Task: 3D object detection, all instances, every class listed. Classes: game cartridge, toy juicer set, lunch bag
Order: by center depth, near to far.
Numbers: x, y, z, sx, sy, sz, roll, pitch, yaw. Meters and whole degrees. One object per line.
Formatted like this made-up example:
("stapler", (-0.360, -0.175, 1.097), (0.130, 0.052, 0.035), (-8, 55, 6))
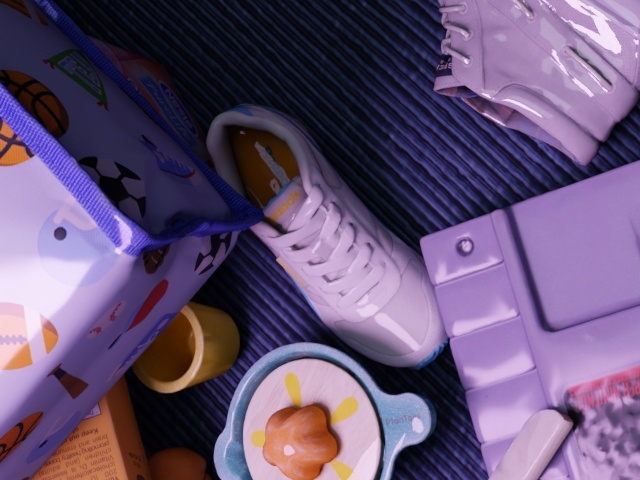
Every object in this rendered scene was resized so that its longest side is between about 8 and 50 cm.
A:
("lunch bag", (-0.287, -0.029, 0.959), (0.385, 0.239, 0.328), (43, 103, 9))
("game cartridge", (0.256, 0.050, 0.986), (0.355, 0.068, 0.230), (-20, 76, 23))
("toy juicer set", (-0.011, 0.172, 1.054), (0.329, 0.089, 0.209), (16, 97, 31))

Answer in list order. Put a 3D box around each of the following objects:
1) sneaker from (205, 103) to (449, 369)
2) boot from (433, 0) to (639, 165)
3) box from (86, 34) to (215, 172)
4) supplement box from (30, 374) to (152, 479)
("sneaker", (0.000, 0.000, 1.087), (0.087, 0.092, 0.229), (-44, 76, 11))
("boot", (0.105, -0.158, 1.053), (0.258, 0.095, 0.123), (35, 92, 17))
("box", (-0.227, -0.002, 1.139), (0.300, 0.154, 0.142), (-34, 77, 14))
("supplement box", (-0.158, 0.169, 1.065), (0.080, 0.078, 0.233), (-21, 73, 4))
